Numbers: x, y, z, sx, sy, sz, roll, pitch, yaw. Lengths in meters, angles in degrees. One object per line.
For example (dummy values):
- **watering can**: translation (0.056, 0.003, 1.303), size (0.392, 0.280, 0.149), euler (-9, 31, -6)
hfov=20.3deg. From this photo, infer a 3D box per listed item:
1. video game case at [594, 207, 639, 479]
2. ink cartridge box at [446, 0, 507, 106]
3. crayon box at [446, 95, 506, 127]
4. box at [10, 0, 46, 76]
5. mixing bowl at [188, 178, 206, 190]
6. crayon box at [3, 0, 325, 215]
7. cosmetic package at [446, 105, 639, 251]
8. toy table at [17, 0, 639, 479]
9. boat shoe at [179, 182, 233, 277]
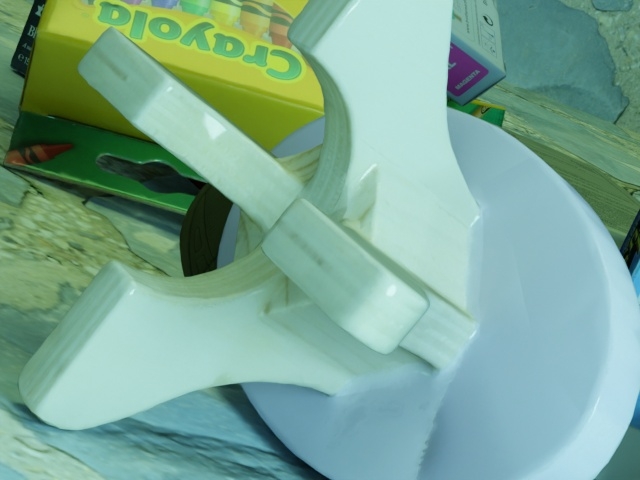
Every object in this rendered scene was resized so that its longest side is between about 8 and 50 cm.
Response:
- **video game case**: translation (0.287, 0.044, 0.993), size (0.244, 0.269, 0.061), euler (22, 13, -5)
- **ink cartridge box**: translation (0.023, -0.260, 1.471), size (0.311, 0.065, 0.186), euler (34, 36, -29)
- **crayon box**: translation (0.026, -0.104, 1.532), size (0.165, 0.081, 0.278), euler (15, 7, 28)
- **box**: translation (-0.139, -0.171, 1.395), size (0.156, 0.158, 0.093), euler (31, 14, 34)
- **mixing bowl**: translation (-0.042, -0.087, 1.278), size (0.181, 0.098, 0.181), euler (9, 49, -11)
- **crayon box**: translation (-0.078, -0.158, 1.204), size (0.202, 0.081, 0.318), euler (15, 49, -9)
- **cosmetic package**: translation (0.165, 0.006, 1.316), size (0.160, 0.113, 0.309), euler (21, 11, -14)
- **toy table**: translation (0.000, 0.000, 0.778), size (0.161, 0.252, 0.274), euler (36, -8, -41)
- **boat shoe**: translation (0.006, 0.043, 0.939), size (0.073, 0.080, 0.223), euler (20, 16, -46)
